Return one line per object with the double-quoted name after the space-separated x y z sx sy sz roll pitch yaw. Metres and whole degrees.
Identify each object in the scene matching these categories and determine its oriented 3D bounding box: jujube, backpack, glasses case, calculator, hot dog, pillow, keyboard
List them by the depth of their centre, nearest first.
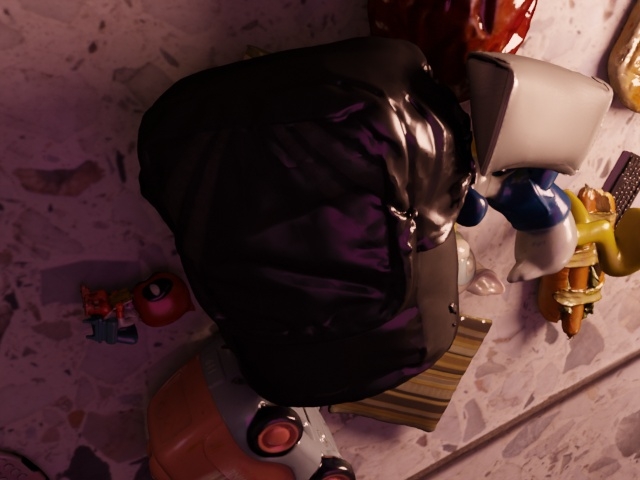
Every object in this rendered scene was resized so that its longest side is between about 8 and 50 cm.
0.000 0.000 1.023 0.363 0.255 0.446 -6 118 11 "backpack"
0.236 -0.139 1.024 0.308 0.083 0.128 -5 108 -55 "glasses case"
0.156 -0.302 1.036 0.197 0.197 0.290 -2 117 -27 "jujube"
-0.404 0.337 1.185 0.103 0.024 0.166 -33 124 -9 "calculator"
0.138 0.189 1.375 0.208 0.052 0.212 18 104 -31 "pillow"
0.398 0.033 1.409 0.109 0.072 0.270 -5 117 -7 "hot dog"
0.460 -0.046 1.442 0.074 0.015 0.197 18 106 -33 "keyboard"

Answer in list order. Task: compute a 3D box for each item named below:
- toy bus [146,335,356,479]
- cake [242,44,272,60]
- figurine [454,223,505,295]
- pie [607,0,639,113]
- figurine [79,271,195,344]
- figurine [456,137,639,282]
-0.104 0.274 1.214 0.232 0.194 0.288 -35 128 3 "toy bus"
-0.039 -0.195 1.089 0.140 0.055 0.051 5 113 -49 "cake"
0.153 0.017 1.250 0.235 0.127 0.155 -5 98 -28 "figurine"
0.506 -0.276 1.322 0.195 0.046 0.195 -11 120 -21 "pie"
-0.222 0.082 1.115 0.140 0.068 0.075 -9 117 -22 "figurine"
0.267 -0.083 1.180 0.338 0.204 0.284 -4 96 -38 "figurine"
